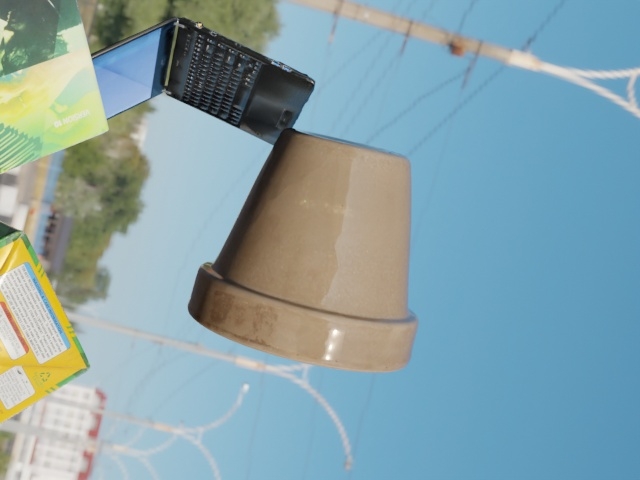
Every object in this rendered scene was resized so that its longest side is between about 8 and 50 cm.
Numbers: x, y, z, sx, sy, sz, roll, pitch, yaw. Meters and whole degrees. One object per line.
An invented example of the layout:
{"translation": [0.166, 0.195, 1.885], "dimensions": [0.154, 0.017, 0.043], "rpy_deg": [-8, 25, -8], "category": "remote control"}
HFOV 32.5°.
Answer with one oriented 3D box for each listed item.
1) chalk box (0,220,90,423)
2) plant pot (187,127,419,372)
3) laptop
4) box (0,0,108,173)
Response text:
{"translation": [-0.415, 0.085, 1.249], "dimensions": [0.289, 0.179, 0.180], "rpy_deg": [18, -45, 58], "category": "chalk box"}
{"translation": [0.000, 0.000, 1.226], "dimensions": [0.263, 0.263, 0.229], "rpy_deg": [-138, -120, -75], "category": "plant pot"}
{"translation": [-0.168, -0.152, 1.304], "dimensions": [0.234, 0.264, 0.137], "rpy_deg": [133, -19, -73], "category": "laptop"}
{"translation": [-0.273, -0.177, 0.665], "dimensions": [0.058, 0.232, 0.322], "rpy_deg": [25, -47, 46], "category": "box"}
